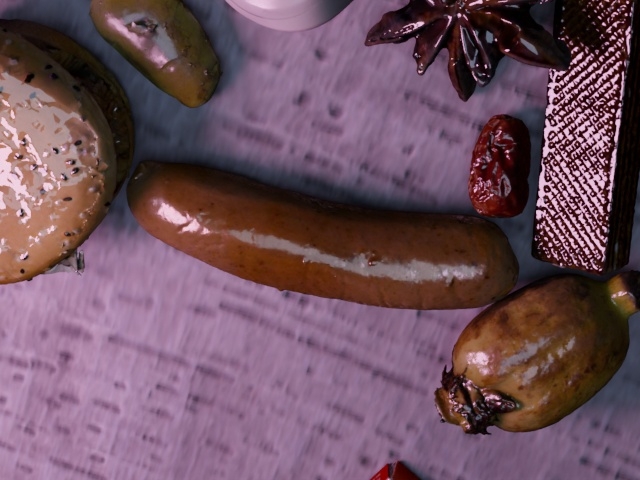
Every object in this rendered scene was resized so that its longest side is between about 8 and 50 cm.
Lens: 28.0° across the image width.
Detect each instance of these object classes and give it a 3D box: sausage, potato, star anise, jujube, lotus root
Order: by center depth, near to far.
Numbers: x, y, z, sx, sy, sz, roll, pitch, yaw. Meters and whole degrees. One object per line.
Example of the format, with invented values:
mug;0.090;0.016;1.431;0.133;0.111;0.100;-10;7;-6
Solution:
star anise;0.178;-0.275;1.499;0.283;0.129;0.212;-14;95;42
potato;-0.195;-0.243;1.568;0.105;0.085;0.188;-36;105;15
jujube;0.223;-0.091;1.585;0.077;0.077;0.129;5;99;3
sausage;-0.001;0.003;1.601;0.501;0.123;0.136;10;90;2
lotus root;0.281;0.137;1.613;0.314;0.141;0.169;-32;104;3

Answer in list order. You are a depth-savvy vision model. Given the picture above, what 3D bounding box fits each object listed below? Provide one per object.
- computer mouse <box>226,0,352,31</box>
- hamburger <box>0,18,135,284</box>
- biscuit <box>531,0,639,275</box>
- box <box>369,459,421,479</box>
computer mouse;0.008;-0.364;1.486;0.184;0.121;0.297;31;80;20
hamburger;-0.371;-0.107;1.564;0.277;0.195;0.318;8;107;4
biscuit;0.330;-0.153;1.538;0.107;0.073;0.388;16;111;38
box;0.066;0.416;1.754;0.123;0.050;0.229;41;104;-9
